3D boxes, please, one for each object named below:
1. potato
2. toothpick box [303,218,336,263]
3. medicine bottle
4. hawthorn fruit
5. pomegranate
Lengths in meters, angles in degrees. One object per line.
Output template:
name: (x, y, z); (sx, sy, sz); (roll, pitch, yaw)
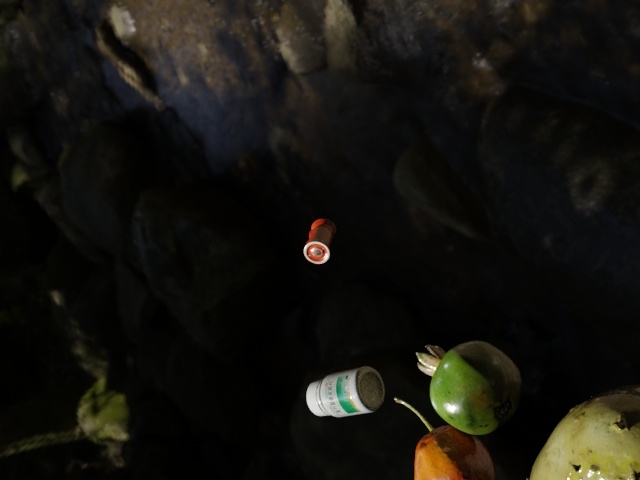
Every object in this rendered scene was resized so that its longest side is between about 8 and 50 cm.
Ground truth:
potato: (0.459, 0.349, 1.314); (0.359, 0.269, 0.219); (106, 155, -58)
toothpick box: (0.000, 0.000, 1.531); (0.047, 0.083, 0.047); (5, 122, 8)
medicine bottle: (0.042, 0.270, 1.538); (0.130, 0.080, 0.080); (-20, 100, 41)
hawthorn fruit: (0.243, 0.416, 1.769); (0.285, 0.165, 0.165); (-115, 18, -50)
pomegranate: (0.285, 0.277, 1.724); (0.225, 0.187, 0.187); (29, 137, 43)
